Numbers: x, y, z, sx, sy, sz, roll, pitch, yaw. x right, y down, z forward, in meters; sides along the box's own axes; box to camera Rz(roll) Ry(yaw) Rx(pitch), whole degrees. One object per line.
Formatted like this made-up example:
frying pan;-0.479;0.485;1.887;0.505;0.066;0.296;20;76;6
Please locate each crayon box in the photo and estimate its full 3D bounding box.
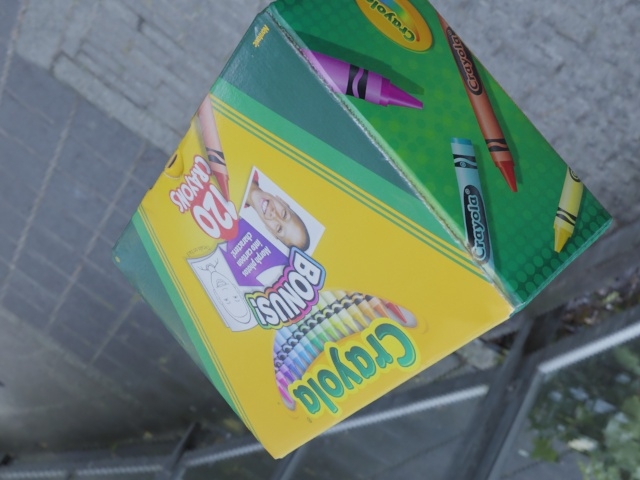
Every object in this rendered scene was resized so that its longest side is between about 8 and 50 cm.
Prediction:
crayon box;0.000;0.000;0.583;0.165;0.081;0.278;50;147;3
